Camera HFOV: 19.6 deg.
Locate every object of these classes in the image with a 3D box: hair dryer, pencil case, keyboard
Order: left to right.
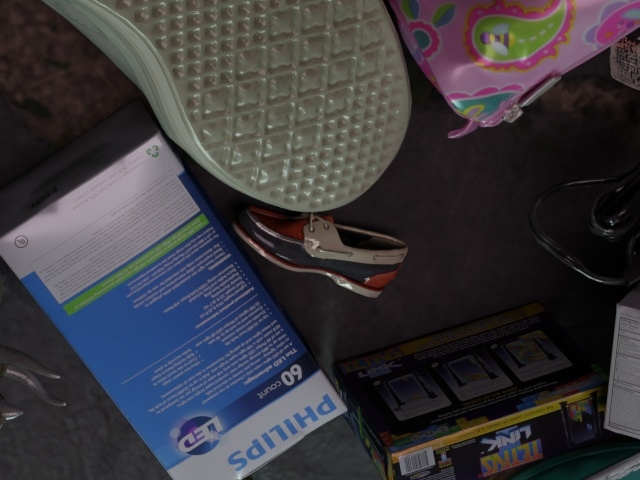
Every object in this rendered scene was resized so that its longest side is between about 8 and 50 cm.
[{"bbox_3d":[0.185,-0.179,1.215,0.284,0.124,0.124,-29,119,14],"label":"pencil case"},{"bbox_3d":[0.265,0.138,1.322,0.256,0.072,0.014,-24,81,-13],"label":"keyboard"},{"bbox_3d":[0.288,-0.058,1.320,0.293,0.080,0.223,10,78,-10],"label":"hair dryer"}]

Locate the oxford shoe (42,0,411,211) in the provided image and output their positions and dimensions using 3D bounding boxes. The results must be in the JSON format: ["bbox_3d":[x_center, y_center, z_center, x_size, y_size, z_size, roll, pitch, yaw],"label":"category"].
[{"bbox_3d":[-0.093,-0.170,1.174,0.169,0.130,0.449,-50,132,1],"label":"oxford shoe"}]

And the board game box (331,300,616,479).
[{"bbox_3d":[0.110,0.115,1.344,0.170,0.141,0.048,-16,115,-10],"label":"board game box"}]

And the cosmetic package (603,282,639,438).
[{"bbox_3d":[0.276,0.052,1.335,0.239,0.060,0.099,-32,133,-54],"label":"cosmetic package"}]

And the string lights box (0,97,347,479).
[{"bbox_3d":[-0.105,0.048,1.284,0.133,0.077,0.260,-33,118,-1],"label":"string lights box"}]

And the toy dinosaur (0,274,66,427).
[{"bbox_3d":[-0.296,-0.012,1.190,0.160,0.121,0.313,-23,99,-9],"label":"toy dinosaur"}]

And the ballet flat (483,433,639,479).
[{"bbox_3d":[0.264,0.169,1.426,0.342,0.124,0.116,-12,110,-12],"label":"ballet flat"}]

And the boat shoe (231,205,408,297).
[{"bbox_3d":[0.000,0.000,1.310,0.137,0.049,0.043,21,118,-31],"label":"boat shoe"}]
